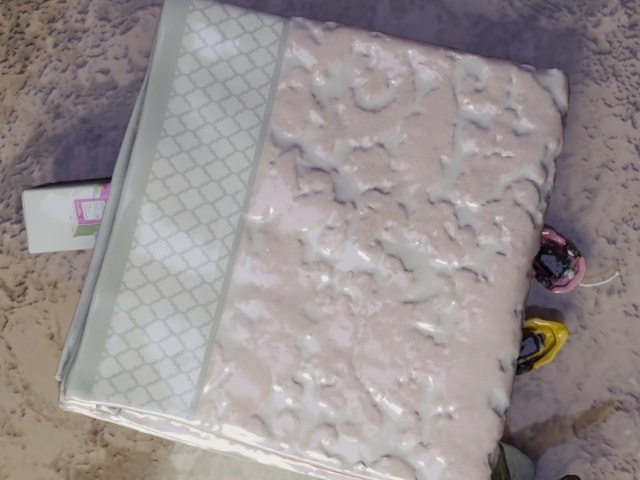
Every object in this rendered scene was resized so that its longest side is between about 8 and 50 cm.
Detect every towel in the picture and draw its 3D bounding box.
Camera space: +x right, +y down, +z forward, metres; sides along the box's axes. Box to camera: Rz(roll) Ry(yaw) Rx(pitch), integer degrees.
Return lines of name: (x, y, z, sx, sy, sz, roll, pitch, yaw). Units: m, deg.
towel: (0.000, 0.000, 1.062, 0.317, 0.053, 0.332, 14, 79, 0)

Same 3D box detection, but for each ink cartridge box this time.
ink cartridge box: (-0.159, -0.023, 1.144, 0.122, 0.088, 0.052, -3, 96, 7)

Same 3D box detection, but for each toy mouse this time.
toy mouse: (0.144, 0.030, 1.136, 0.161, 0.031, 0.143, -27, 79, 3)

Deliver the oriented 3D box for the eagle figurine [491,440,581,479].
eagle figurine: (0.162, 0.315, 1.107, 0.226, 0.225, 0.298, 9, 135, 45)
